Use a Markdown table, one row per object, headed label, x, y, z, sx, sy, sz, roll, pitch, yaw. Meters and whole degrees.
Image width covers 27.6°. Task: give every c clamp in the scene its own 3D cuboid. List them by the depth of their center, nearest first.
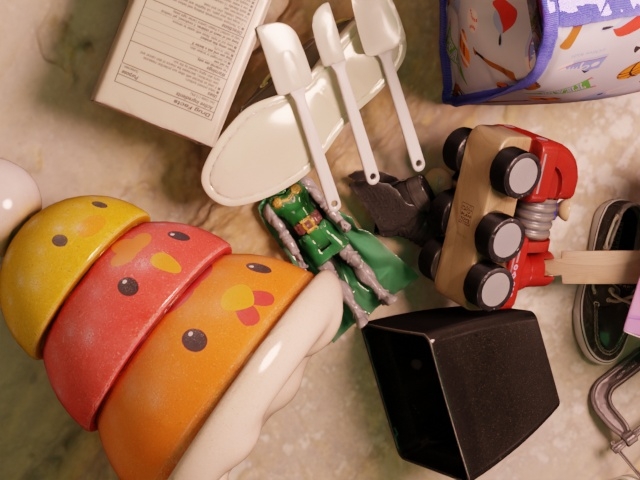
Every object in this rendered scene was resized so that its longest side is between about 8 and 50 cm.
| label | x | y | z | sx | sy | sz | roll | pitch | yaw |
| --- | --- | --- | --- | --- | --- | --- | --- | --- | --- |
| c clamp | 0.432 | 0.217 | 1.722 | 0.161 | 0.022 | 0.137 | -42 | 73 | -7 |

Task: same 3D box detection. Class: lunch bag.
| label | x | y | z | sx | sy | sz | roll | pitch | yaw |
| --- | --- | --- | --- | --- | --- | --- | --- | --- | --- |
| lunch bag | 0.331 | -0.281 | 1.492 | 0.328 | 0.385 | 0.238 | -11 | 97 | -9 |

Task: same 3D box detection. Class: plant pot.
| label | x | y | z | sx | sy | sz | roll | pitch | yaw |
| --- | --- | --- | --- | --- | --- | --- | --- | --- | --- |
| plant pot | 0.183 | 0.168 | 1.613 | 0.167 | 0.188 | 0.187 | -20 | 99 | -20 |

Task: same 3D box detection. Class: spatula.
| label | x | y | z | sx | sy | sz | roll | pitch | yaw |
| --- | --- | --- | --- | --- | --- | --- | --- | --- | --- |
| spatula | 0.038 | -0.167 | 1.537 | 0.168 | 0.019 | 0.242 | -25 | 110 | -16 |

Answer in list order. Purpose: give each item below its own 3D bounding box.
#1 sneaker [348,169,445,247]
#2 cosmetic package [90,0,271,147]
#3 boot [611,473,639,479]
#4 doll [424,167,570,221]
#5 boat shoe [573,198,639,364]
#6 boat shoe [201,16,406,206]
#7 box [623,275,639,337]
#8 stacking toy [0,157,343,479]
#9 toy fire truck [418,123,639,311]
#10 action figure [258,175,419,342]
| label | x | y | z | sx | sy | sz | roll | pitch | yaw |
| --- | --- | --- | --- | --- | --- | --- | --- | --- | --- |
| sneaker | 0.107 | -0.025 | 1.639 | 0.089 | 0.051 | 0.170 | -19 | 122 | 16 |
| cosmetic package | -0.147 | -0.272 | 1.527 | 0.153 | 0.129 | 0.296 | 23 | 90 | -14 |
| boot | 0.449 | 0.433 | 1.739 | 0.176 | 0.088 | 0.244 | 6 | 93 | -20 |
| doll | 0.224 | -0.071 | 1.661 | 0.189 | 0.046 | 0.129 | 4 | 102 | -6 |
| boat shoe | 0.379 | 0.056 | 1.691 | 0.078 | 0.070 | 0.219 | 3 | 94 | -12 |
| boat shoe | -0.028 | -0.159 | 1.574 | 0.305 | 0.091 | 0.109 | -43 | 113 | -7 |
| box | 0.490 | 0.021 | 1.628 | 0.117 | 0.213 | 0.243 | 17 | 92 | 27 |
| stacking toy | -0.247 | 0.069 | 1.483 | 0.480 | 0.350 | 0.350 | 34 | 88 | 4 |
| toy fire truck | 0.275 | -0.021 | 1.594 | 0.246 | 0.158 | 0.217 | 0 | 109 | -36 |
| action figure | 0.000 | 0.000 | 1.618 | 0.137 | 0.063 | 0.232 | -39 | 98 | -2 |
